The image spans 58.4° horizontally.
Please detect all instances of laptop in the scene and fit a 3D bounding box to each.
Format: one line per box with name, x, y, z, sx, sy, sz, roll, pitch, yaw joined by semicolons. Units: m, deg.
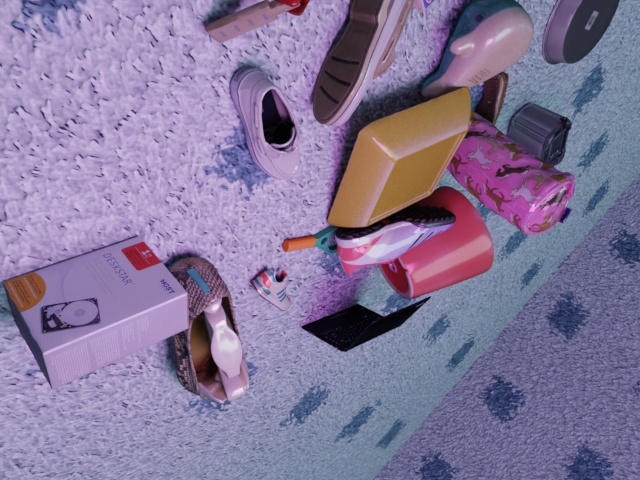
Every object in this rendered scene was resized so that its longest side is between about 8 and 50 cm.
laptop;0.121;0.199;1.568;0.234;0.264;0.137;-15;116;-40

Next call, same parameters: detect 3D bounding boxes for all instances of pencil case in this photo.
pencil case;0.437;-0.178;1.408;0.167;0.386;0.160;-10;131;-30

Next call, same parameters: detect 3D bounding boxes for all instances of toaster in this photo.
toaster;0.659;-0.313;1.738;0.129;0.146;0.227;-40;147;-14

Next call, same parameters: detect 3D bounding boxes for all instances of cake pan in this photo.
cake pan;0.736;-0.624;1.597;0.293;0.054;0.293;-30;143;-26

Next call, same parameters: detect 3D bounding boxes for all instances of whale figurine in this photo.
whale figurine;0.336;-0.429;1.289;0.216;0.141;0.272;0;148;-50

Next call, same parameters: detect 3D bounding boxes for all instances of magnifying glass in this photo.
magnifying glass;0.000;0.000;1.400;0.230;0.026;0.092;-8;130;-44

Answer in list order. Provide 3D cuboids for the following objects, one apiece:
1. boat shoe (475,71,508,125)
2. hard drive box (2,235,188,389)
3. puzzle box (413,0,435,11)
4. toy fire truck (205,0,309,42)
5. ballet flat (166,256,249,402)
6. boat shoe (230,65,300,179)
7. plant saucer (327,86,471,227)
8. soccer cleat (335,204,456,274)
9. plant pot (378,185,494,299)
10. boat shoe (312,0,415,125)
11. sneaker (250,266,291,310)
boat shoe;0.463;-0.365;1.533;0.060;0.064;0.178;-23;137;-31
hard drive box;-0.364;0.108;0.942;0.232;0.181;0.089;-23;138;-35
puzzle box;0.211;-0.638;0.971;0.272;0.052;0.409;-45;147;-4
toy fire truck;-0.081;-0.402;0.809;0.217;0.158;0.247;21;96;-56
ballet flat;-0.229;0.242;1.233;0.164;0.182;0.483;-31;144;-26
boat shoe;-0.079;-0.195;1.049;0.096;0.088;0.268;-38;145;-17
plant saucer;0.197;-0.168;1.333;0.332;0.081;0.333;-26;155;-29
soccer cleat;0.190;-0.005;1.431;0.317;0.109;0.117;-14;117;-15
plant pot;0.294;0.022;1.577;0.243;0.275;0.275;-27;143;-13
boat shoe;0.088;-0.348;1.068;0.103;0.113;0.303;6;118;-45
sneaker;-0.097;0.113;1.370;0.075;0.057;0.161;-44;144;2
